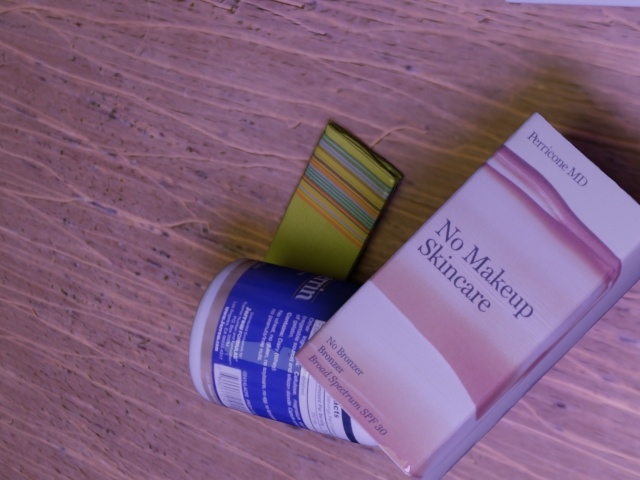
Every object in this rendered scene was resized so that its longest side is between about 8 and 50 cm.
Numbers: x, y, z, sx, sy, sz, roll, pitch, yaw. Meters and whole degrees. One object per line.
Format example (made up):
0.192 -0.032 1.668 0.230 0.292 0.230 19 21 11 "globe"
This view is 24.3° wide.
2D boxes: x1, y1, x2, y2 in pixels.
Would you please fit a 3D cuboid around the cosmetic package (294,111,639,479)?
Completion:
0.140 0.054 1.284 0.153 0.129 0.296 43 90 19 "cosmetic package"

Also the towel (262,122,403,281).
0.000 0.000 1.536 0.102 0.021 0.237 42 123 25 "towel"

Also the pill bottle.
0.018 0.116 1.454 0.265 0.153 0.153 13 110 23 "pill bottle"

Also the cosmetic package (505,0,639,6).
0.273 -0.235 1.205 0.231 0.117 0.085 6 107 35 "cosmetic package"
